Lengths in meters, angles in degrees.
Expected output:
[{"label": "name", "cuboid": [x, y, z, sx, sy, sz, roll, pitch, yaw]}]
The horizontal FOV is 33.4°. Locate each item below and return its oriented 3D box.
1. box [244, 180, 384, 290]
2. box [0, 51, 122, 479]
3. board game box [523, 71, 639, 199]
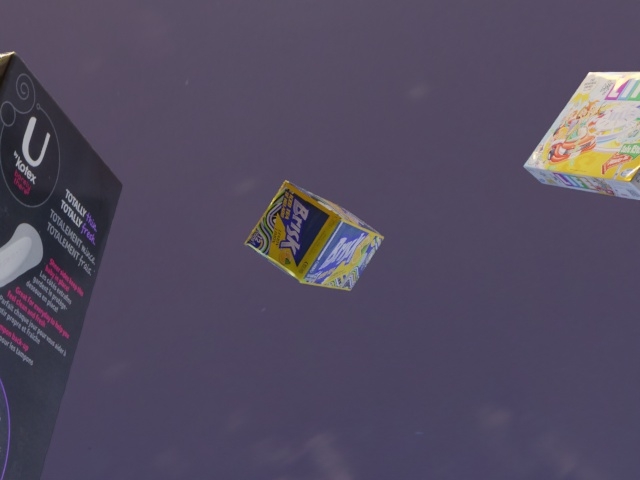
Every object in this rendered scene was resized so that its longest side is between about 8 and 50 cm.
[{"label": "box", "cuboid": [0.000, 0.000, 0.846, 0.054, 0.169, 0.059, 34, -86, 15]}, {"label": "box", "cuboid": [-0.250, 0.037, 0.673, 0.143, 0.165, 0.270, 1, -119, 18]}, {"label": "board game box", "cuboid": [0.238, -0.087, 0.856, 0.026, 0.154, 0.103, 38, -96, -20]}]
